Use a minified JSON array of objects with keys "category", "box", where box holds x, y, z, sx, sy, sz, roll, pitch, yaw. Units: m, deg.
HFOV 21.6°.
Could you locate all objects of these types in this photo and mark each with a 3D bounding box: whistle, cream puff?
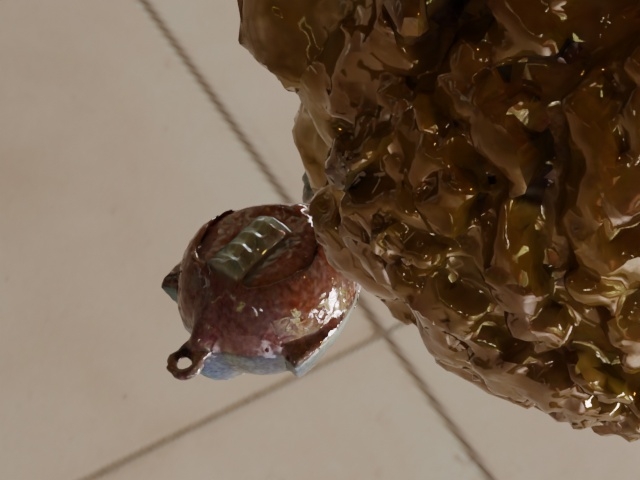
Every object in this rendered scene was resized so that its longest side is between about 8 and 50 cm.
[{"category":"whistle","box":[0.000,0.000,1.359,0.346,0.142,0.133,-43,122,-27]},{"category":"cream puff","box":[0.149,-0.082,0.592,0.327,0.231,0.343,-51,127,-6]}]
